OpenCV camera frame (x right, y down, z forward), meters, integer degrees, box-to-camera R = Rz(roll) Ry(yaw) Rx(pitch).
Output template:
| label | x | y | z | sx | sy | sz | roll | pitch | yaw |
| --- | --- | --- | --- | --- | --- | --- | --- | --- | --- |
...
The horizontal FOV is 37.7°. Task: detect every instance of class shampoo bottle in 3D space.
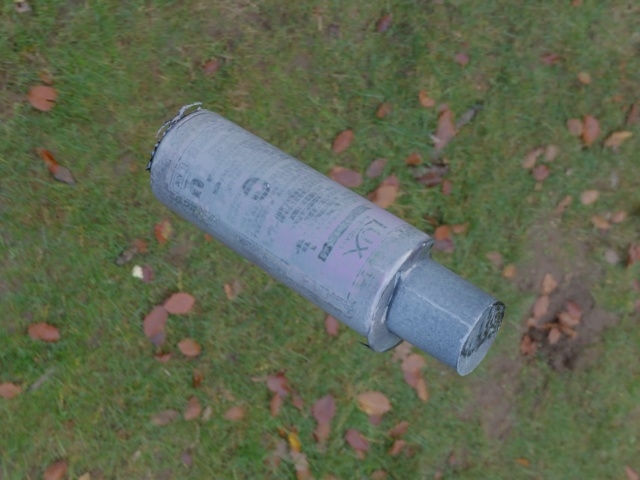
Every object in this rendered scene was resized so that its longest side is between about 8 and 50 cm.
| label | x | y | z | sx | sy | sz | roll | pitch | yaw |
| --- | --- | --- | --- | --- | --- | --- | --- | --- | --- |
| shampoo bottle | 0.000 | 0.000 | 0.518 | 0.072 | 0.214 | 0.072 | -42 | 150 | -31 |
